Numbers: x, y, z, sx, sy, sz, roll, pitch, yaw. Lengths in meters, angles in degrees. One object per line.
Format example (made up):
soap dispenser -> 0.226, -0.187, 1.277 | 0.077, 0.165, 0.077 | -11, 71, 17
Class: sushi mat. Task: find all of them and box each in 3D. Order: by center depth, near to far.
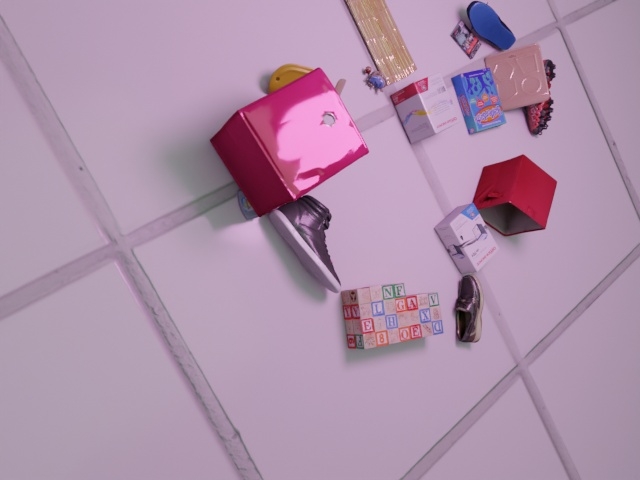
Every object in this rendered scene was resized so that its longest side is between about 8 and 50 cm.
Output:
sushi mat -> 0.198, -0.669, 1.886 | 0.151, 0.019, 0.316 | -32, 100, -31

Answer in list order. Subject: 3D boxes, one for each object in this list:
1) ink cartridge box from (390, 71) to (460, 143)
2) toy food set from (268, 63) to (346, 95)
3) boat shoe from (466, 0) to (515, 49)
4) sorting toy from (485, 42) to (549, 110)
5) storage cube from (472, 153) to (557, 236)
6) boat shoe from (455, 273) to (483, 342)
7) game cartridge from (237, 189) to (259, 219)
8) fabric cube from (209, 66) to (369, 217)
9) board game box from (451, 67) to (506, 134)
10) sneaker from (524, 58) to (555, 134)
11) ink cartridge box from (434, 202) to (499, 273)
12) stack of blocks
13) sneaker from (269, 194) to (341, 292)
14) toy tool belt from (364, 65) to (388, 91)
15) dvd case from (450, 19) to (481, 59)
ink cartridge box -> 0.338, -0.424, 1.869 | 0.128, 0.127, 0.176 | -28, 97, -31
toy food set -> -0.050, -0.442, 1.685 | 0.218, 0.071, 0.128 | 9, 112, -22
boat shoe -> 0.601, -0.777, 2.101 | 0.258, 0.109, 0.089 | 30, 28, -41
sorting toy -> 0.710, -0.586, 2.100 | 0.038, 0.193, 0.208 | -12, 91, -70
storage cube -> 0.660, -0.151, 1.985 | 0.215, 0.183, 0.193 | 31, 68, -23
boat shoe -> 0.478, 0.222, 1.885 | 0.073, 0.080, 0.223 | 2, 86, -35
game cartridge -> -0.194, -0.100, 1.577 | 0.056, 0.017, 0.083 | -20, 93, -27
fabric cube -> -0.085, -0.247, 1.498 | 0.258, 0.259, 0.254 | -35, 99, -26
board game box -> 0.564, -0.495, 2.059 | 0.160, 0.047, 0.210 | -21, 94, -31
sneaker -> 0.797, -0.535, 2.175 | 0.097, 0.135, 0.276 | -26, 120, -43
ink cartridge box -> 0.487, -0.006, 1.923 | 0.139, 0.082, 0.191 | -39, 101, -29
stack of blocks -> 0.217, 0.214, 1.728 | 0.297, 0.087, 0.171 | -4, 85, -31
sneaker -> 0.000, 0.000, 1.621 | 0.147, 0.104, 0.296 | -40, 99, -23
toy tool belt -> 0.171, -0.507, 1.829 | 0.083, 0.052, 0.051 | 31, 60, -23
dvd case -> 0.524, -0.723, 2.089 | 0.119, 0.013, 0.087 | 42, 65, -20
